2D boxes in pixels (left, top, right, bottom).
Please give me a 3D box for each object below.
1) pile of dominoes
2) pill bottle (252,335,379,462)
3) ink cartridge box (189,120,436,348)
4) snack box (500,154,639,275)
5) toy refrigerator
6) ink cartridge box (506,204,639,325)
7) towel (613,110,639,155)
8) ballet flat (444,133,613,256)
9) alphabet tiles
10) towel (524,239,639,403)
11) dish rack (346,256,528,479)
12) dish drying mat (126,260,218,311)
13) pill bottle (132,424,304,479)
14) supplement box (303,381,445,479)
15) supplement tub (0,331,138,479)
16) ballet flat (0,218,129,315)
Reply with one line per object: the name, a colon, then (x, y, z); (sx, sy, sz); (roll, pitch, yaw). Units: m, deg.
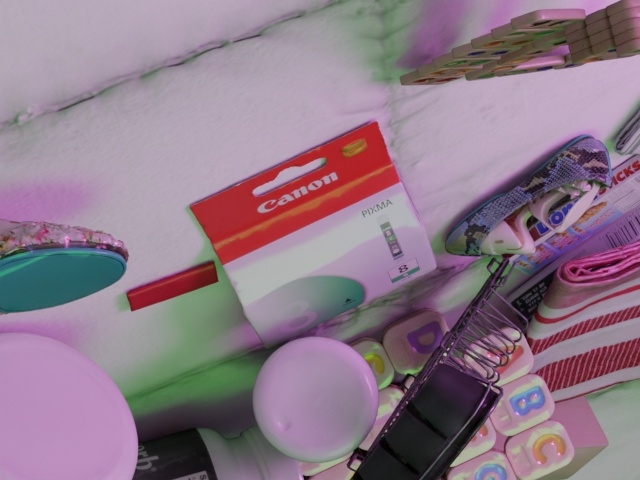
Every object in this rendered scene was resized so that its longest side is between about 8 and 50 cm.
pile of dominoes: (0.187, -0.140, 1.358); (0.196, 0.040, 0.251); (-10, 176, -24)
pill bottle: (-0.004, 0.151, 1.693); (0.117, 0.117, 0.215); (-24, 177, -2)
ink cartridge box: (0.000, 0.000, 1.557); (0.181, 0.056, 0.224); (-25, 154, 0)
snack box: (0.265, -0.025, 1.755); (0.178, 0.022, 0.064); (-34, 152, 17)
toy refrigerator: (0.203, 0.229, 2.063); (0.269, 0.102, 0.094); (0, 143, -40)
ink cartridge box: (0.337, 0.032, 1.891); (0.206, 0.045, 0.208); (-41, 150, 28)
towel: (0.361, -0.126, 1.666); (0.152, 0.023, 0.113); (-8, 150, -33)
ballet flat: (0.199, -0.025, 1.659); (0.188, 0.070, 0.070); (-40, 149, 27)
alphabet tiles: (0.116, 0.219, 1.844); (0.278, 0.284, 0.021); (-25, -166, 1)
towel: (0.322, 0.092, 1.896); (0.237, 0.037, 0.329); (-14, 152, -17)
dish rack: (0.120, 0.141, 1.666); (0.208, 0.074, 0.271); (-55, 178, 35)
dish drying mat: (-0.132, 0.041, 1.567); (0.083, 0.008, 0.032); (-19, 151, -9)
pill bottle: (-0.160, 0.283, 1.789); (0.278, 0.162, 0.162); (-15, 151, -14)
supplement box: (0.036, 0.276, 1.979); (0.073, 0.130, 0.239); (2, 143, -45)
supplement tub: (-0.298, 0.226, 1.558); (0.191, 0.191, 0.272); (0, 144, -39)
ballet flat: (-0.271, 0.023, 1.352); (0.241, 0.077, 0.091); (-17, 146, -18)
